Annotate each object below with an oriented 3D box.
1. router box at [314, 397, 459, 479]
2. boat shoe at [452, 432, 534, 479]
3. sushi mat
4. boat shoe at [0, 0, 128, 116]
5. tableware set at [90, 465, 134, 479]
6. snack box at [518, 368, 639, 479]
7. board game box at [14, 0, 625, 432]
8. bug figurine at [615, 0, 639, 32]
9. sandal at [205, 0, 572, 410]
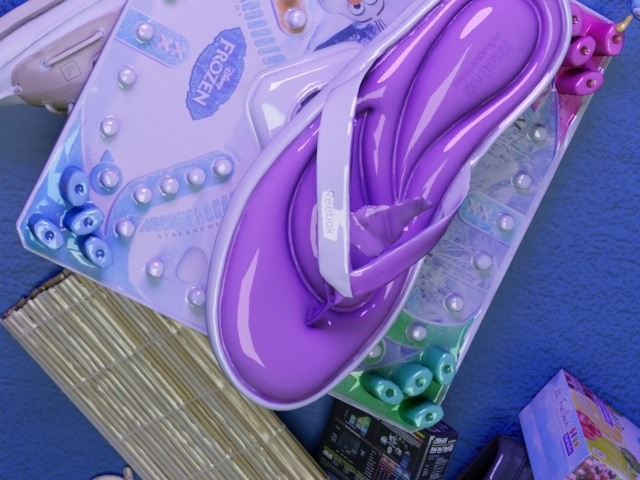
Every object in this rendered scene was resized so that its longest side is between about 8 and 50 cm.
[{"bbox_3d":[0.057,0.182,1.654,0.038,0.122,0.092,0,115,-44],"label":"router box"},{"bbox_3d":[0.070,0.297,1.687,0.340,0.127,0.113,-36,105,7],"label":"boat shoe"},{"bbox_3d":[-0.132,0.148,1.667,0.151,0.019,0.316,-31,108,26],"label":"sushi mat"},{"bbox_3d":[-0.217,-0.151,1.533,0.302,0.113,0.103,-37,101,8],"label":"boat shoe"},{"bbox_3d":[-0.217,0.285,1.725,0.169,0.020,0.141,-17,106,4],"label":"tableware set"},{"bbox_3d":[0.278,0.227,1.648,0.207,0.174,0.070,39,106,-14],"label":"snack box"},{"bbox_3d":[0.012,-0.088,1.519,0.390,0.050,0.390,27,88,-17],"label":"board game box"},{"bbox_3d":[0.390,-0.186,1.562,0.279,0.072,0.216,42,96,-16],"label":"bug figurine"},{"bbox_3d":[0.052,-0.055,1.454,0.169,0.102,0.416,34,86,-17],"label":"sandal"}]
